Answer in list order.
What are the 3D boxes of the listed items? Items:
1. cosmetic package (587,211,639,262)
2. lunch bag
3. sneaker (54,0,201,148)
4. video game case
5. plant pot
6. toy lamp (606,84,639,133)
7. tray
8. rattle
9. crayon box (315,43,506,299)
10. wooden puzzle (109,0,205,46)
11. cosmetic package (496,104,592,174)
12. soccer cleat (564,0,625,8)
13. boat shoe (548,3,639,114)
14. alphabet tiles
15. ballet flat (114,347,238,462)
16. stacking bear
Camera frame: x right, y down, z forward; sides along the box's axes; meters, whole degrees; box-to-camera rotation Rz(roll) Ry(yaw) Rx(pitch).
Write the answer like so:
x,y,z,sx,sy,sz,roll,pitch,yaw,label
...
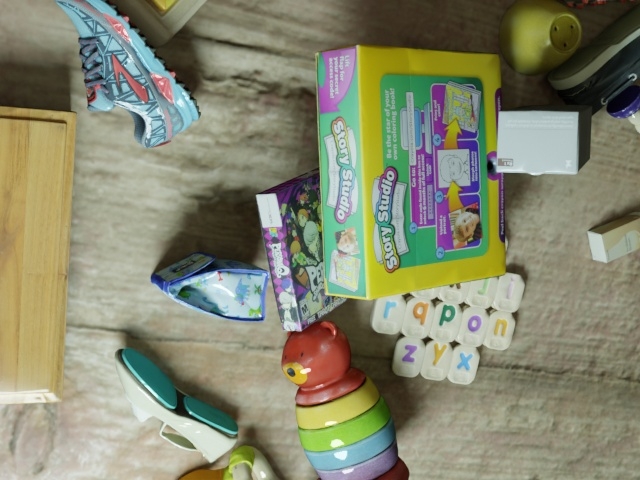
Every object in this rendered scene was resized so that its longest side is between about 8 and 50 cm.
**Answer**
x,y,z,sx,sy,sz,roll,pitch,yaw,label
0.556,-0.007,1.694,0.115,0.041,0.060,-23,107,-18,cosmetic package
-0.167,0.067,1.357,0.151,0.129,0.096,4,92,-21,lunch bag
-0.287,-0.236,1.274,0.125,0.104,0.262,-44,112,-8,sneaker
0.000,0.000,1.399,0.232,0.042,0.210,-28,112,-53,video game case
0.383,-0.346,1.538,0.134,0.095,0.134,-4,100,-23,plant pot
0.630,-0.162,1.682,0.275,0.080,0.080,43,81,-20,toy lamp
-0.453,0.020,1.262,0.203,0.076,0.411,2,99,-23,tray
-0.116,0.426,1.472,0.143,0.130,0.199,-38,138,-1,rattle
0.146,-0.109,1.415,0.313,0.106,0.363,-6,96,-39,crayon box
-0.229,-0.432,1.298,0.221,0.044,0.238,45,81,-23,wooden puzzle
0.365,-0.166,1.474,0.127,0.238,0.107,3,98,19,cosmetic package
0.493,-0.448,1.587,0.196,0.068,0.076,-14,101,-27,soccer cleat
0.560,-0.329,1.599,0.340,0.127,0.113,-37,111,-12,boat shoe
0.222,0.107,1.585,0.284,0.021,0.278,10,95,-24,alphabet tiles
-0.234,0.259,1.393,0.248,0.086,0.086,41,82,-24,ballet flat
0.024,0.269,1.460,0.164,0.175,0.289,-25,99,-40,stacking bear
